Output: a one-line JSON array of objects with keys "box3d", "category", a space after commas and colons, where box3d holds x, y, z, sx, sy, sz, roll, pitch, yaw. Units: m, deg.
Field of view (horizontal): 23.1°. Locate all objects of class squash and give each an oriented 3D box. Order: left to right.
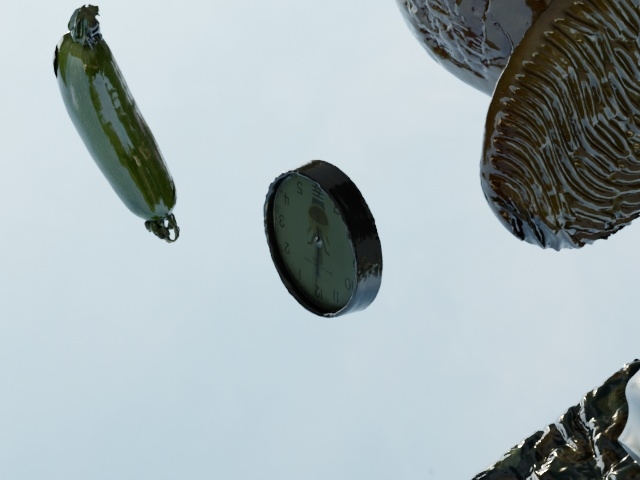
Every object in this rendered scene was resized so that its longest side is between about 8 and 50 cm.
[{"box3d": [-0.214, -0.121, 1.634, 0.080, 0.318, 0.071, 3, -132, 21], "category": "squash"}]

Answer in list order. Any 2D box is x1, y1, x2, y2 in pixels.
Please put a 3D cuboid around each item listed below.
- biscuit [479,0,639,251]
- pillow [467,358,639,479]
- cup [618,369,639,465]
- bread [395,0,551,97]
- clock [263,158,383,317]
[{"box3d": [0.280, -0.128, 1.476, 0.317, 0.318, 0.040, -12, -142, -35], "category": "biscuit"}, {"box3d": [0.232, 0.200, 1.397, 0.255, 0.034, 0.189, -33, -164, -7], "category": "pillow"}, {"box3d": [0.391, 0.091, 1.065, 0.237, 0.327, 0.323, 44, 179, 4], "category": "cup"}, {"box3d": [0.171, -0.276, 1.623, 0.148, 0.270, 0.270, -37, -116, -19], "category": "bread"}, {"box3d": [0.000, 0.000, 1.782, 0.040, 0.185, 0.184, -19, -126, -32], "category": "clock"}]
